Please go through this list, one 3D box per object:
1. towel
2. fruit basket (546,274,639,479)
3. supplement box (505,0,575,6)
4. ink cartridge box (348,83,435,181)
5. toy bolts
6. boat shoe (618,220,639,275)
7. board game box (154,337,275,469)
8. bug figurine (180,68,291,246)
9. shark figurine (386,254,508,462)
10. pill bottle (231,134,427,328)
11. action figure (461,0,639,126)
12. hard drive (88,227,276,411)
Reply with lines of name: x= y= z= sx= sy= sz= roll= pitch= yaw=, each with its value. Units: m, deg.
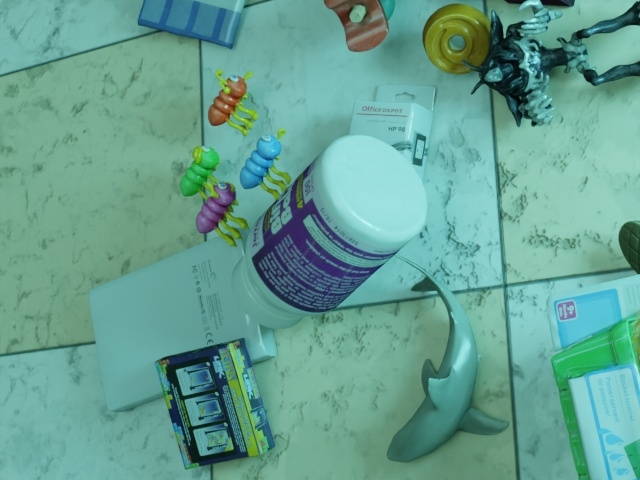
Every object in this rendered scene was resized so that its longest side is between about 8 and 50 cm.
towel: x=-0.179 y=-0.462 z=2.200 sx=0.209 sy=0.034 sz=0.285 roll=18 pitch=93 yaw=31
fruit basket: x=0.453 y=0.186 z=1.578 sx=0.353 sy=0.165 sz=0.327 roll=-14 pitch=84 yaw=31
supplement box: x=0.300 y=-0.418 z=1.854 sx=0.104 sy=0.081 sz=0.188 roll=11 pitch=88 yaw=33
ink cartridge box: x=0.095 y=-0.140 z=1.949 sx=0.104 sy=0.060 sz=0.180 roll=6 pitch=85 yaw=34
toy bolts: x=0.137 y=-0.343 z=1.947 sx=0.228 sy=0.158 sz=0.218 roll=-16 pitch=114 yaw=20
boat shoe: x=0.448 y=0.033 z=1.696 sx=0.178 sy=0.060 sz=0.064 roll=38 pitch=128 yaw=29
board game box: x=-0.156 y=0.241 z=2.025 sx=0.141 sy=0.048 sz=0.170 roll=-15 pitch=91 yaw=28
bug figurine: x=-0.135 y=-0.122 z=2.028 sx=0.216 sy=0.072 sz=0.279 roll=-59 pitch=32 yaw=20
shark figurine: x=0.160 y=0.163 z=1.826 sx=0.166 sy=0.116 sz=0.278 roll=2 pitch=85 yaw=32
pill bottle: x=0.000 y=0.000 z=1.885 sx=0.301 sy=0.169 sz=0.169 roll=-44 pitch=59 yaw=44
action figure: x=0.299 y=-0.237 z=1.786 sx=0.276 sy=0.141 sz=0.164 roll=-11 pitch=95 yaw=28
hard drive: x=-0.218 y=0.126 z=2.117 sx=0.307 sy=0.040 sz=0.203 roll=-22 pitch=70 yaw=28
